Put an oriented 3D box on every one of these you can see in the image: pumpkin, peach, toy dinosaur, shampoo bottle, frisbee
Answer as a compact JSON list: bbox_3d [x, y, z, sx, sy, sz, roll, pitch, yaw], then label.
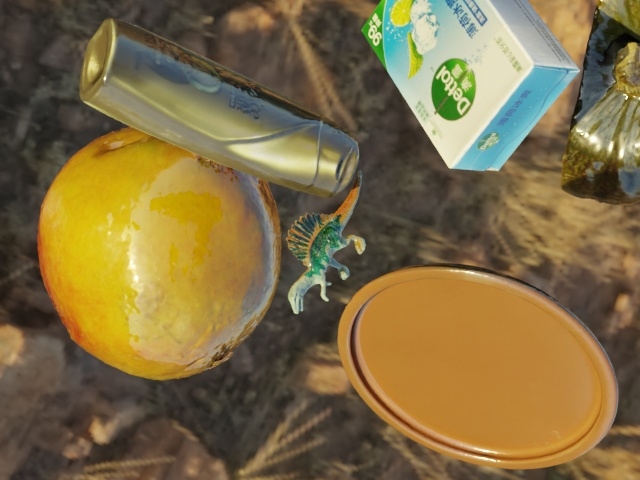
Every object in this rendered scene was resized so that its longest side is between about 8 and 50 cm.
[{"bbox_3d":[0.344,-0.185,1.441,0.222,0.139,0.317,-55,157,-69],"label":"pumpkin"},{"bbox_3d":[-0.222,0.006,1.924,0.290,0.372,0.372,-12,115,-73],"label":"peach"},{"bbox_3d":[0.002,-0.001,1.696,0.106,0.044,0.187,7,91,-35],"label":"toy dinosaur"},{"bbox_3d":[-0.111,-0.147,1.607,0.350,0.084,0.125,23,47,-28],"label":"shampoo bottle"},{"bbox_3d":[0.134,0.112,1.185,0.021,0.251,0.251,-63,147,-44],"label":"frisbee"}]

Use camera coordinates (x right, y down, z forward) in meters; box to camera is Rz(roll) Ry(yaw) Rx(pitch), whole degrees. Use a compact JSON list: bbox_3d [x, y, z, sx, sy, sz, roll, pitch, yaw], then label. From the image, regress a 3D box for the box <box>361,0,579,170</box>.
[{"bbox_3d":[0.139,-0.183,1.306,0.073,0.194,0.139,-1,139,-41],"label":"box"}]
